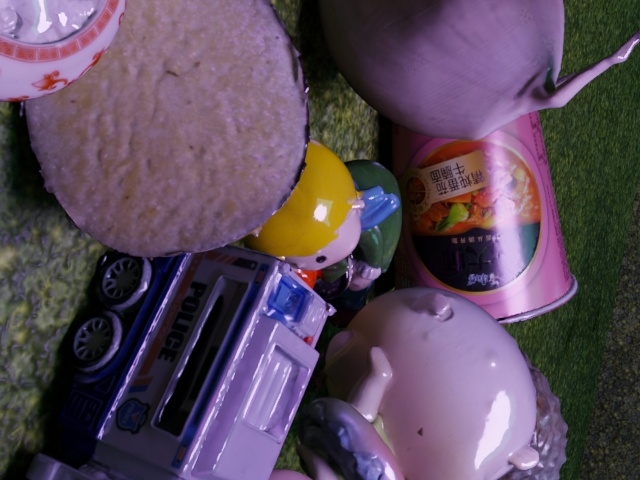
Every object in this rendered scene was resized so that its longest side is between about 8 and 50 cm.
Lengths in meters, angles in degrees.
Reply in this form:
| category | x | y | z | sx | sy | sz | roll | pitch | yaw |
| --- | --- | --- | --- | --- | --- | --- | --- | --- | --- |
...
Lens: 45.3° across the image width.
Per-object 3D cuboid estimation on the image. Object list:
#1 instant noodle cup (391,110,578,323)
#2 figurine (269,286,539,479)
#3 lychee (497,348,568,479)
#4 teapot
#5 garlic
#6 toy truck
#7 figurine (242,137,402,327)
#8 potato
| category | x | y | z | sx | sy | sz | roll | pitch | yaw |
| --- | --- | --- | --- | --- | --- | --- | --- | --- | --- |
| instant noodle cup | 0.179 | -0.053 | 0.919 | 0.244 | 0.244 | 0.254 | -29 | 114 | -51 |
| figurine | 0.042 | 0.208 | 0.662 | 0.394 | 0.275 | 0.226 | -31 | 125 | -28 |
| lychee | 0.166 | 0.231 | 0.944 | 0.274 | 0.256 | 0.255 | -104 | -179 | -57 |
| teapot | -0.166 | -0.162 | 0.416 | 0.245 | 0.116 | 0.159 | -46 | 123 | -39 |
| garlic | 0.143 | -0.220 | 0.740 | 0.231 | 0.246 | 0.340 | 14 | 43 | -56 |
| toy truck | -0.108 | 0.135 | 0.553 | 0.124 | 0.155 | 0.267 | 46 | 61 | -53 |
| figurine | -0.014 | -0.002 | 0.714 | 0.234 | 0.127 | 0.185 | -10 | 124 | -67 |
| potato | -0.097 | -0.082 | 0.538 | 0.117 | 0.182 | 0.202 | 83 | -13 | -82 |
